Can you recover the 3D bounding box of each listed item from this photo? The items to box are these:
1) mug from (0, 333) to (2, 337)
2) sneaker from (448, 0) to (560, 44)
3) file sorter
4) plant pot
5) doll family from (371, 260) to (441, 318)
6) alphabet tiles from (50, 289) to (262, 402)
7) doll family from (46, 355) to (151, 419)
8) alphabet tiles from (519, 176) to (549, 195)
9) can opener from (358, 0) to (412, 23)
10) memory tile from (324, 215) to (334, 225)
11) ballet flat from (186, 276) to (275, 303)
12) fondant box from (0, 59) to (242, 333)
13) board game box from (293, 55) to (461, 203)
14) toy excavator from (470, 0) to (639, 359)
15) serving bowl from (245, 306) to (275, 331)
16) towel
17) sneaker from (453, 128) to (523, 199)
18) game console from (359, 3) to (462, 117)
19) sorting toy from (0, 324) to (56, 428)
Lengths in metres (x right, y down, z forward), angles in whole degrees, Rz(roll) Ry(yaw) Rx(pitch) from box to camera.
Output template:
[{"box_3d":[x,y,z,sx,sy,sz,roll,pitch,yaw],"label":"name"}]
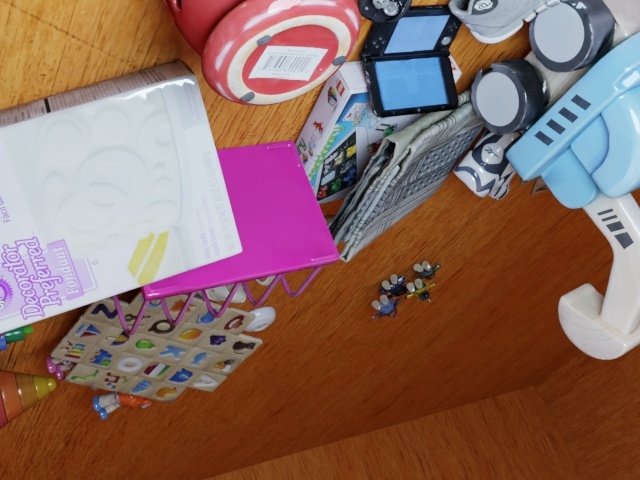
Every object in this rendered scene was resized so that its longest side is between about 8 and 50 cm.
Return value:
[{"box_3d":[-0.507,0.069,1.263,0.169,0.150,0.113,-5,117,-28],"label":"mug"},{"box_3d":[0.258,-0.343,1.161,0.228,0.086,0.132,-39,147,27],"label":"sneaker"},{"box_3d":[-0.163,0.001,1.362,0.290,0.202,0.182,-11,157,-28],"label":"file sorter"},{"box_3d":[-0.059,-0.250,0.948,0.191,0.174,0.191,-21,155,-10],"label":"plant pot"},{"box_3d":[0.195,0.117,2.121,0.193,0.076,0.111,-23,162,11],"label":"doll family"},{"box_3d":[-0.289,0.193,1.669,0.342,0.011,0.285,20,126,-36],"label":"alphabet tiles"},{"box_3d":[-0.393,0.224,1.770,0.163,0.118,0.263,-20,140,8],"label":"doll family"},{"box_3d":[0.497,-0.165,1.869,0.198,0.009,0.237,-21,157,-7],"label":"alphabet tiles"},{"box_3d":[0.112,-0.330,1.102,0.059,0.073,0.186,31,129,-15],"label":"can opener"},{"box_3d":[0.000,0.000,1.748,0.148,0.012,0.113,-39,153,32],"label":"memory tile"},{"box_3d":[-0.135,0.043,1.592,0.316,0.106,0.107,-31,156,18],"label":"ballet flat"},{"box_3d":[-0.283,-0.052,1.106,0.330,0.096,0.238,-18,117,-11],"label":"fondant box"},{"box_3d":[0.063,-0.160,1.406,0.193,0.053,0.305,-12,154,-28],"label":"board game box"},{"box_3d":[0.420,-0.091,1.359,0.222,0.445,0.433,-19,160,-37],"label":"toy excavator"},{"box_3d":[-0.132,0.173,1.979,0.083,0.027,0.083,-21,157,-9],"label":"serving bowl"},{"box_3d":[0.150,-0.107,1.476,0.324,0.056,0.312,-32,165,-38],"label":"towel"},{"box_3d":[0.323,-0.156,1.609,0.153,0.094,0.235,-47,162,18],"label":"sneaker"},{"box_3d":[0.135,-0.242,1.242,0.144,0.085,0.124,-11,147,-29],"label":"game console"},{"box_3d":[-0.517,0.216,1.570,0.126,0.127,0.365,-12,156,-18],"label":"sorting toy"}]
